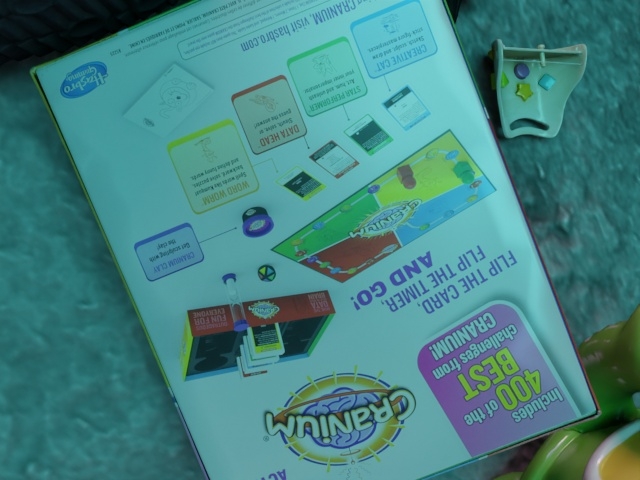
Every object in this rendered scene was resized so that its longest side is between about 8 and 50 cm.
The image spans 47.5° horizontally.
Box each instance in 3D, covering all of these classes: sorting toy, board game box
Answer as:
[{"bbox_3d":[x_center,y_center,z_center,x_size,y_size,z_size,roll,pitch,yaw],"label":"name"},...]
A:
[{"bbox_3d":[0.170,-0.121,0.593,0.083,0.045,0.075,-2,92,-19],"label":"sorting toy"},{"bbox_3d":[0.000,0.000,0.455,0.242,0.064,0.317,-21,94,2],"label":"board game box"}]

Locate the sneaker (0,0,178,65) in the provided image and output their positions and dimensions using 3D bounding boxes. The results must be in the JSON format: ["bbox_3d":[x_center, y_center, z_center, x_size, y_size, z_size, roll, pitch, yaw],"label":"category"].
[{"bbox_3d":[-0.207,-0.167,0.407,0.318,0.112,0.131,-20,86,-7],"label":"sneaker"}]

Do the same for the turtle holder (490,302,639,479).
[{"bbox_3d":[0.259,0.217,0.484,0.243,0.227,0.321,21,78,-15],"label":"turtle holder"}]

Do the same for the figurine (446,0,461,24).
[{"bbox_3d":[0.010,-0.208,0.527,0.215,0.092,0.209,-46,103,-17],"label":"figurine"}]
